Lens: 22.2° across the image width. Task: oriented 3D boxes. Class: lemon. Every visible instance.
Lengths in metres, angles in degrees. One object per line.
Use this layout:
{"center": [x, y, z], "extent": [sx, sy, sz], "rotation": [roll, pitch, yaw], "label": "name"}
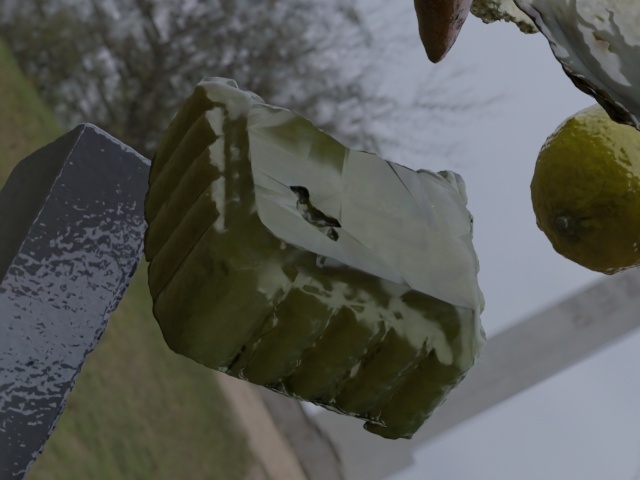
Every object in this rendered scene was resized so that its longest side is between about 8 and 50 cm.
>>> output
{"center": [0.336, -0.063, 1.839], "extent": [0.192, 0.231, 0.192], "rotation": [21, -56, 34], "label": "lemon"}

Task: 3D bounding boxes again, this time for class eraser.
{"center": [-0.250, 0.075, 1.324], "extent": [0.111, 0.352, 0.077], "rotation": [34, -11, -39], "label": "eraser"}

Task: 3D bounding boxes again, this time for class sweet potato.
{"center": [0.104, -0.229, 1.295], "extent": [0.058, 0.055, 0.202], "rotation": [25, -45, 15], "label": "sweet potato"}

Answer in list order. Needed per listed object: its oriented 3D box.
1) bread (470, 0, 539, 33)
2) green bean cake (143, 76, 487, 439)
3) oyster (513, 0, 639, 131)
{"center": [0.118, -0.290, 1.444], "extent": [0.039, 0.250, 0.182], "rotation": [-27, -129, 54], "label": "bread"}
{"center": [0.000, 0.000, 1.173], "extent": [0.124, 0.236, 0.233], "rotation": [-52, -151, 34], "label": "green bean cake"}
{"center": [0.268, -0.095, 0.849], "extent": [0.111, 0.396, 0.204], "rotation": [-47, -130, 52], "label": "oyster"}
